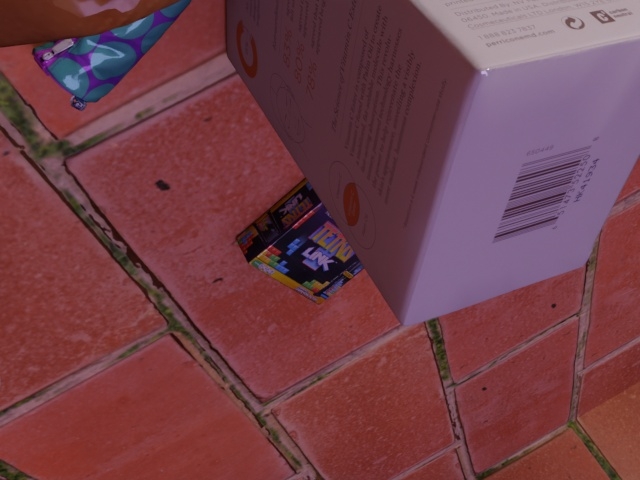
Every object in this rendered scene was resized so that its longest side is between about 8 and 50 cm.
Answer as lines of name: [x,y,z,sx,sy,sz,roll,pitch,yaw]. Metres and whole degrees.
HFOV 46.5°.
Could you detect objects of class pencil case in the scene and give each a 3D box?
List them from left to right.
pencil case: [-0.161,-0.179,0.598,0.151,0.064,0.070,-43,168,14]

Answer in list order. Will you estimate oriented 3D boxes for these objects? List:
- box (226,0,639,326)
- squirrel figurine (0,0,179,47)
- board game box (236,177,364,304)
box: [0.066,-0.148,0.560,0.168,0.345,0.215,-16,142,-21]
squirrel figurine: [-0.248,-0.256,0.283,0.396,0.281,0.370,-30,138,-6]
board game box: [0.000,0.000,0.941,0.141,0.048,0.170,-39,144,12]
